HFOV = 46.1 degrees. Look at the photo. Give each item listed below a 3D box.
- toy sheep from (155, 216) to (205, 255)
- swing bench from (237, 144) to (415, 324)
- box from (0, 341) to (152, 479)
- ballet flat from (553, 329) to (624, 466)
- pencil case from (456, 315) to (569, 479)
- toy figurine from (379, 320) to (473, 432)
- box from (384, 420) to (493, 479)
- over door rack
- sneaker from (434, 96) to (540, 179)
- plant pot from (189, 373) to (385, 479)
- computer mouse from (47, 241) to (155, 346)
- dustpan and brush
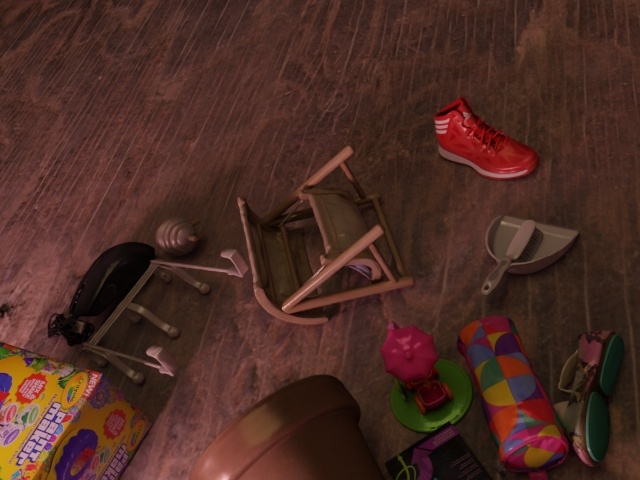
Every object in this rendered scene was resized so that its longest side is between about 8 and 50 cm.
[{"bbox_3d":[-0.297,-0.009,1.581,0.132,0.091,0.091,-3,46,49],"label":"toy sheep"},{"bbox_3d":[0.000,0.000,1.373,0.255,0.165,0.253,-26,43,10],"label":"swing bench"},{"bbox_3d":[-0.495,0.358,1.262,0.279,0.177,0.289,8,53,31],"label":"box"},{"bbox_3d":[0.369,0.218,1.052,0.079,0.077,0.221,-13,37,41],"label":"ballet flat"},{"bbox_3d":[0.269,0.219,1.071,0.105,0.104,0.236,-19,43,9],"label":"pencil case"},{"bbox_3d":[0.139,0.177,1.131,0.130,0.159,0.173,-28,42,-1],"label":"toy figurine"},{"bbox_3d":[0.178,0.345,1.047,0.116,0.029,0.162,-32,44,-5],"label":"box"},{"bbox_3d":[-0.280,0.144,1.388,0.324,0.108,0.239,-6,43,50],"label":"over door rack"},{"bbox_3d":[0.303,-0.197,1.429,0.221,0.128,0.087,17,60,39],"label":"sneaker"},{"bbox_3d":[-0.010,0.350,1.007,0.263,0.263,0.229,-36,63,-10],"label":"plant pot"},{"bbox_3d":[-0.454,0.090,1.546,0.189,0.072,0.272,0,43,52],"label":"computer mouse"},{"bbox_3d":[0.324,0.026,1.255,0.147,0.060,0.211,16,57,36],"label":"dustpan and brush"}]
